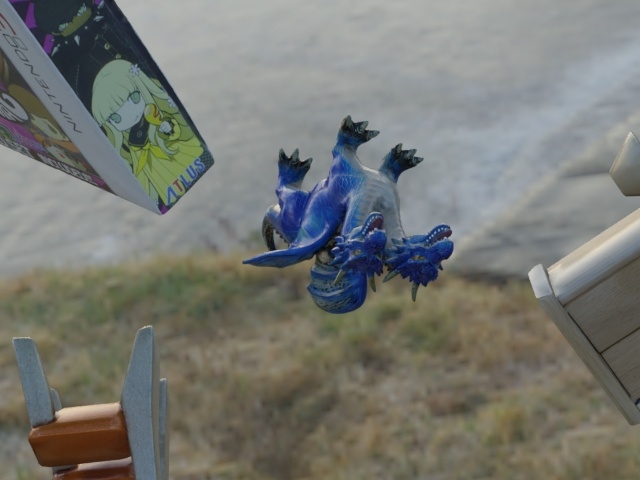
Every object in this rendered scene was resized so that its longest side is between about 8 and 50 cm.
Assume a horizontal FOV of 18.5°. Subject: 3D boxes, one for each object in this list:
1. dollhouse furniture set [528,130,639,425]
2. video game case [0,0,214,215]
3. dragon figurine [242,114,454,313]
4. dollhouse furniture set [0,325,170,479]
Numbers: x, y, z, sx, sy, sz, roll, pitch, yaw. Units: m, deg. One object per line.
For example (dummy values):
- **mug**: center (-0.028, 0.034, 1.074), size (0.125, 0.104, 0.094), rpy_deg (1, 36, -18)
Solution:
- **dollhouse furniture set**: center (0.252, 0.100, 1.112), size (0.174, 0.303, 0.355), rpy_deg (-34, 22, 13)
- **video game case**: center (-0.172, -0.119, 0.839), size (0.232, 0.210, 0.042), rpy_deg (23, 64, 45)
- **dragon figurine**: center (0.000, 0.000, 1.501), size (0.289, 0.085, 0.144), rpy_deg (-23, 43, 52)
- **dollhouse furniture set**: center (-0.196, 0.150, 0.922), size (0.262, 0.259, 0.135), rpy_deg (-5, 68, -3)
